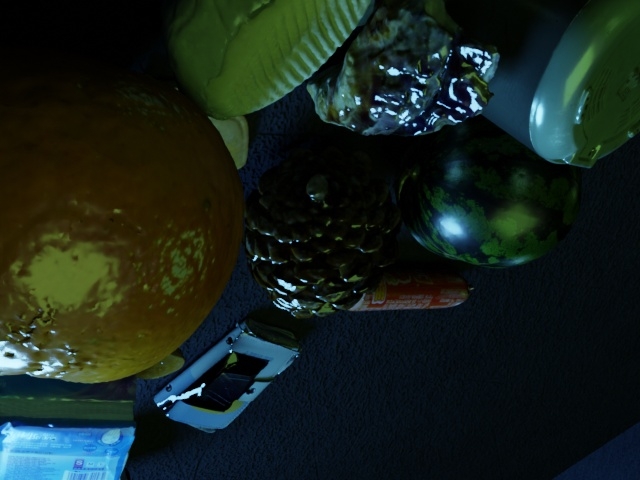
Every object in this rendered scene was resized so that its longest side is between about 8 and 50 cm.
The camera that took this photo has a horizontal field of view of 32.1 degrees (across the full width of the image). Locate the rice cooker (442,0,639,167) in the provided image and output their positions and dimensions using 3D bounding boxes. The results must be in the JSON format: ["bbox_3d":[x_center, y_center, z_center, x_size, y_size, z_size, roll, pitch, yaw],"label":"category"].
[{"bbox_3d":[0.279,-0.257,1.342,0.288,0.277,0.288,-30,142,-26],"label":"rice cooker"}]

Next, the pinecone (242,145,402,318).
[{"bbox_3d":[0.000,0.000,1.547,0.224,0.224,0.272,-17,149,-15],"label":"pinecone"}]

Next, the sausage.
[{"bbox_3d":[0.156,0.083,1.890,0.274,0.074,0.074,2,136,-37],"label":"sausage"}]

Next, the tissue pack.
[{"bbox_3d":[-0.410,0.260,1.620,0.263,0.146,0.198,6,141,-17],"label":"tissue pack"}]

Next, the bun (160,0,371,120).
[{"bbox_3d":[-0.060,-0.260,1.197,0.287,0.146,0.287,-39,168,-10],"label":"bun"}]

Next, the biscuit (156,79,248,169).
[{"bbox_3d":[-0.170,-0.134,1.412,0.142,0.029,0.221,-34,146,11],"label":"biscuit"}]

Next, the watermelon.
[{"bbox_3d":[0.236,-0.084,1.556,0.269,0.269,0.269,-19,145,-13],"label":"watermelon"}]

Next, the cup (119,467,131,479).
[{"bbox_3d":[-0.433,0.425,1.877,0.226,0.185,0.241,-14,110,-10],"label":"cup"}]

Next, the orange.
[{"bbox_3d":[-0.286,-0.021,1.145,0.424,0.326,0.424,9,174,1],"label":"orange"}]

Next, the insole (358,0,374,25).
[{"bbox_3d":[0.066,-0.380,1.266,0.119,0.009,0.348,-15,144,-19],"label":"insole"}]

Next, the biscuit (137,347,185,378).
[{"bbox_3d":[-0.290,0.117,1.640,0.216,0.047,0.339,-14,147,-13],"label":"biscuit"}]

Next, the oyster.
[{"bbox_3d":[0.084,-0.211,1.302,0.100,0.275,0.271,1,127,-32],"label":"oyster"}]

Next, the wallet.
[{"bbox_3d":[-0.150,0.233,1.886,0.231,0.069,0.170,-42,139,18],"label":"wallet"}]
